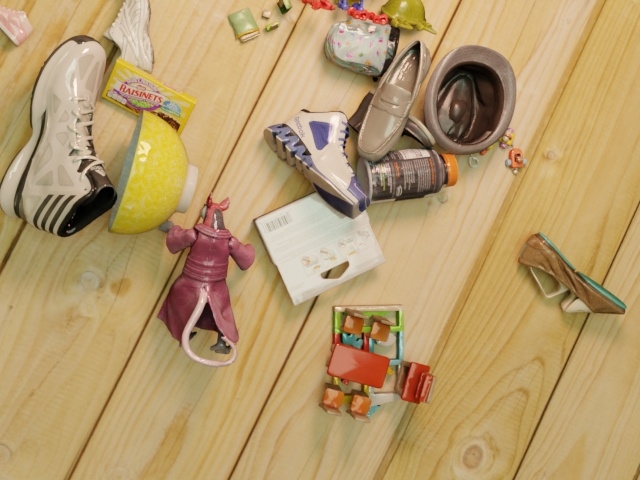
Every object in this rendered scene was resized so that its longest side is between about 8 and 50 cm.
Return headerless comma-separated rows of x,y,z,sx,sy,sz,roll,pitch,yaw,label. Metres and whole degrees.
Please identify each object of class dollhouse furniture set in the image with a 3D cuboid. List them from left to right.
-0.147,-0.554,1.826,0.151,0.058,0.076,-26,97,-11,dollhouse furniture set
0.145,0.328,1.851,0.259,0.135,0.262,16,88,-13,dollhouse furniture set

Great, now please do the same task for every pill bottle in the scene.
0.225,-0.169,1.887,0.245,0.130,0.131,-7,93,-12,pill bottle

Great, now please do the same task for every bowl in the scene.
-0.369,-0.136,1.680,0.156,0.289,0.290,16,88,-19,bowl

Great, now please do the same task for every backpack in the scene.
0.102,-0.493,1.857,0.181,0.115,0.152,9,92,-10,backpack

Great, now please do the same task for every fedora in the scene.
0.372,-0.358,1.918,0.243,0.124,0.276,6,95,-12,fedora

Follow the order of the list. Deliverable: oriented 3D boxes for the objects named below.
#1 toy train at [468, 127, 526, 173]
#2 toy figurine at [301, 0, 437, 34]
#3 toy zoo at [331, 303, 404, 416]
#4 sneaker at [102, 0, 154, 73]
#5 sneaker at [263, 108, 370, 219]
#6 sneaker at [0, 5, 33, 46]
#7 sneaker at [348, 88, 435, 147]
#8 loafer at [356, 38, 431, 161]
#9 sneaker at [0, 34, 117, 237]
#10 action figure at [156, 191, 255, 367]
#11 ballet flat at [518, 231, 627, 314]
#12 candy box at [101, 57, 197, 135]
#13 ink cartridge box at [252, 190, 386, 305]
0.483,-0.243,1.987,0.166,0.046,0.125,-1,92,-13,toy train
0.134,-0.651,1.783,0.362,0.191,0.217,5,117,-18,toy figurine
0.125,0.316,1.932,0.192,0.030,0.294,1,91,-13,toy zoo
-0.457,-0.511,1.744,0.115,0.090,0.232,-4,92,-9,sneaker
0.028,-0.221,1.816,0.182,0.127,0.315,-42,77,-14,sneaker
-0.722,-0.520,1.702,0.070,0.051,0.134,-43,103,-10,sneaker
0.181,-0.278,1.886,0.222,0.083,0.118,39,91,16,sneaker
0.174,-0.345,1.797,0.112,0.111,0.320,22,79,15,loafer
-0.522,-0.215,1.647,0.257,0.169,0.448,24,95,21,sneaker
-0.282,0.070,1.722,0.248,0.276,0.370,8,104,-7,action figure
0.676,0.121,2.021,0.342,0.116,0.124,38,104,-11,ballet flat
-0.409,-0.341,1.765,0.205,0.027,0.105,27,117,-12,candy box
0.000,0.000,1.879,0.275,0.060,0.239,-25,98,-11,ink cartridge box
